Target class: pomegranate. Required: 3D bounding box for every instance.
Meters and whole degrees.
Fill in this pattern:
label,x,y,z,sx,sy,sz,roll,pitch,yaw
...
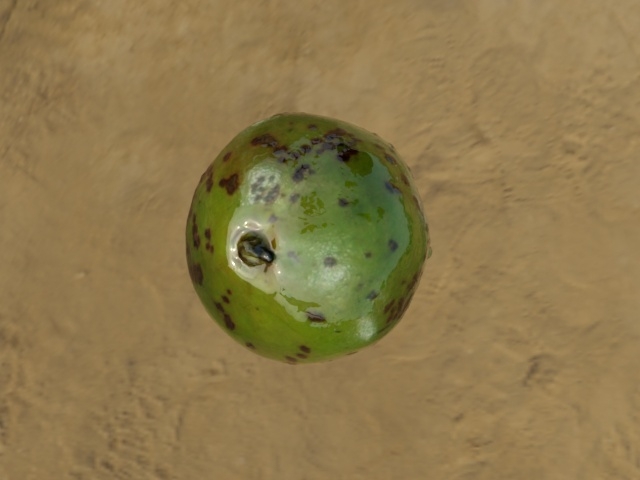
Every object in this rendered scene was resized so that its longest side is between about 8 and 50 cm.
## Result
label,x,y,z,sx,sy,sz,roll,pitch,yaw
pomegranate,0.000,0.000,1.215,0.263,0.211,0.211,1,78,-64
